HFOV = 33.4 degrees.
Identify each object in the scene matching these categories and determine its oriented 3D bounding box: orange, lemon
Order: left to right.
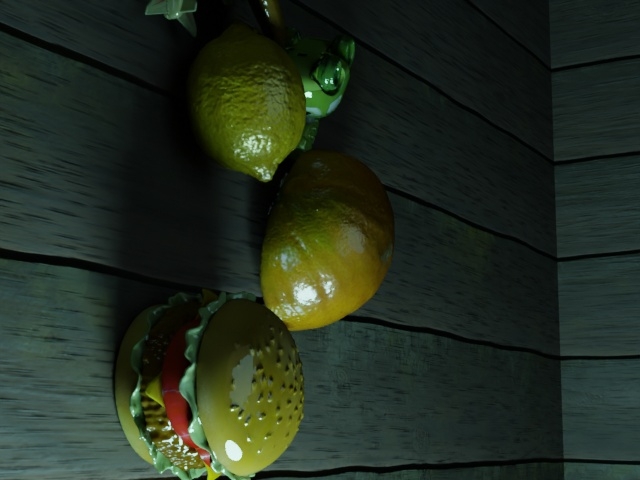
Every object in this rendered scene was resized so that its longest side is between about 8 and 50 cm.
[{"bbox_3d":[-0.115,-0.215,1.644,0.188,0.188,0.257,-4,81,-59],"label":"lemon"},{"bbox_3d":[0.003,0.003,1.844,0.310,0.274,0.274,-39,126,-10],"label":"orange"}]

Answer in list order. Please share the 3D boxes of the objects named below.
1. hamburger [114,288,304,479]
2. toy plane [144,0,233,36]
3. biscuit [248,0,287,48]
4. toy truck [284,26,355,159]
[{"bbox_3d":[-0.137,0.205,1.509,0.274,0.212,0.275,14,73,-57],"label":"hamburger"},{"bbox_3d":[-0.209,-0.448,1.607,0.242,0.104,0.256,15,73,-54],"label":"toy plane"},{"bbox_3d":[-0.107,-0.423,1.695,0.262,0.037,0.262,156,-90,-87],"label":"biscuit"},{"bbox_3d":[-0.021,-0.269,1.864,0.211,0.148,0.187,84,21,-48],"label":"toy truck"}]
